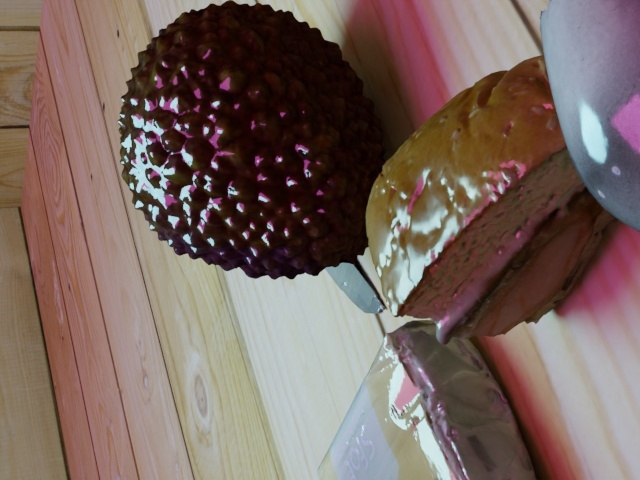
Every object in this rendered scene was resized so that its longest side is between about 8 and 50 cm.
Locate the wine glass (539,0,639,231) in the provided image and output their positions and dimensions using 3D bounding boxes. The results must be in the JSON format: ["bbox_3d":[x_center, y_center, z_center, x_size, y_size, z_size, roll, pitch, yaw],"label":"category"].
[{"bbox_3d":[0.197,-0.030,0.531,0.126,0.126,0.241,128,131,-57],"label":"wine glass"}]

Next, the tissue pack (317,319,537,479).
[{"bbox_3d":[0.083,0.196,0.877,0.222,0.090,0.186,111,144,-46],"label":"tissue pack"}]

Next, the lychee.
[{"bbox_3d":[-0.049,-0.078,0.969,0.271,0.271,0.271,175,90,-67],"label":"lychee"}]

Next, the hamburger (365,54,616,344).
[{"bbox_3d":[0.114,-0.046,0.707,0.155,0.135,0.208,68,151,28],"label":"hamburger"}]

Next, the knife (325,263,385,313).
[{"bbox_3d":[-0.002,0.000,1.130,0.298,0.017,0.047,52,134,52],"label":"knife"}]
